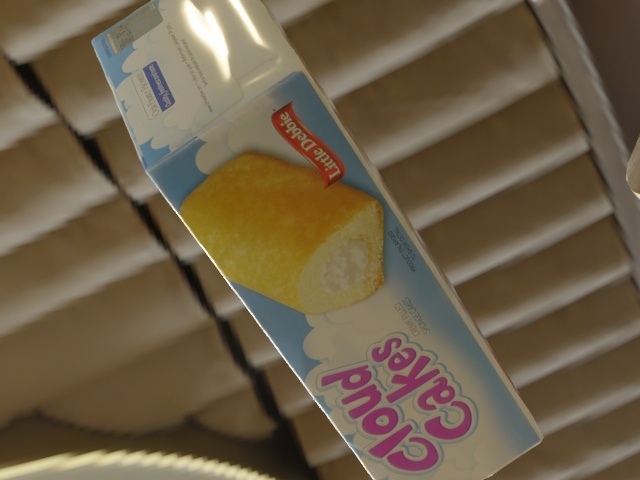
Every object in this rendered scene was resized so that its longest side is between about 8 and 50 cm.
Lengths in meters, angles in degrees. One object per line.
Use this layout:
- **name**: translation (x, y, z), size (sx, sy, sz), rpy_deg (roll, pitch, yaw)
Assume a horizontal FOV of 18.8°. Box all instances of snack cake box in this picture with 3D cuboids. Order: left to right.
- **snack cake box**: translation (0.000, 0.000, 0.983), size (0.089, 0.152, 0.264), rpy_deg (-34, -57, 2)

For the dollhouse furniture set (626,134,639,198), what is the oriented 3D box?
- **dollhouse furniture set**: translation (0.424, 0.071, 1.223), size (0.362, 0.394, 0.256), rpy_deg (43, -114, -38)
